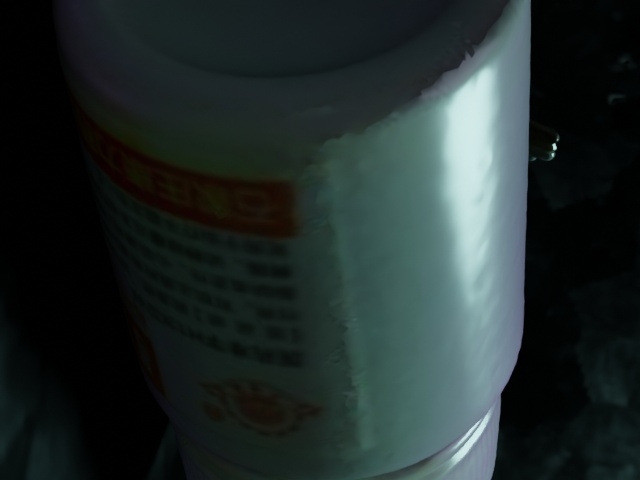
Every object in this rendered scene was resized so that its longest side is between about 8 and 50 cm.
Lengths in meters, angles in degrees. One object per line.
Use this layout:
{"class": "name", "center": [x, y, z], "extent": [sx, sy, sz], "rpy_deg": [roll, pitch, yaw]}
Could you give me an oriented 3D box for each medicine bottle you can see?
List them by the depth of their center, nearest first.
{"class": "medicine bottle", "center": [0.000, 0.000, 0.845], "extent": [0.388, 0.219, 0.219], "rpy_deg": [82, 18, -49]}

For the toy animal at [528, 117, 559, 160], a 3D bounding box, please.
{"class": "toy animal", "center": [0.036, -0.075, 1.233], "extent": [0.197, 0.272, 0.160], "rpy_deg": [55, 46, -13]}
